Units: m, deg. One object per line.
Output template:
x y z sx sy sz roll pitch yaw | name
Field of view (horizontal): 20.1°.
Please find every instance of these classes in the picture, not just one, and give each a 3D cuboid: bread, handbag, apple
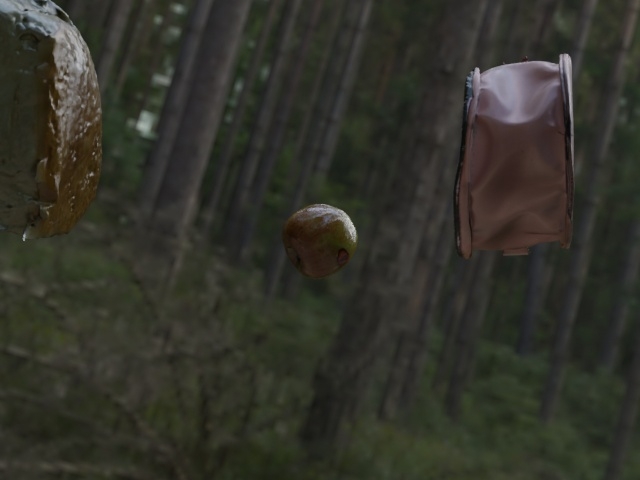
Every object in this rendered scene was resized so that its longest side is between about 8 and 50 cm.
-0.354 -0.154 1.967 0.225 0.279 0.250 10 9 6 | bread
0.195 -0.083 1.802 0.116 0.205 0.179 1 0 8 | handbag
0.000 0.000 1.935 0.084 0.071 0.084 50 -22 29 | apple
